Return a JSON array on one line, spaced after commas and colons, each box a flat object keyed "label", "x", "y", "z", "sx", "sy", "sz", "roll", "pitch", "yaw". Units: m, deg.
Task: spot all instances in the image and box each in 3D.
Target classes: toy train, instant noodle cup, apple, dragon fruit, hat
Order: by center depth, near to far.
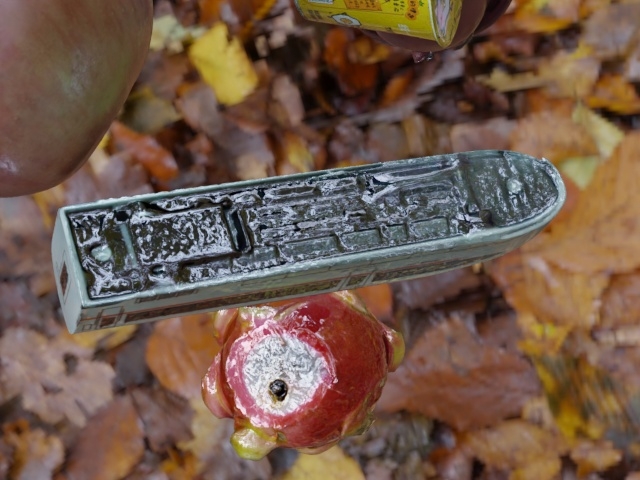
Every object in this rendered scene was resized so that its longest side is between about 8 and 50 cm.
[{"label": "toy train", "x": 0.000, "y": 0.000, "z": 1.125, "sx": 0.407, "sy": 0.088, "sz": 0.086, "roll": -9, "pitch": 65, "yaw": -20}, {"label": "apple", "x": -0.276, "y": -0.185, "z": 1.226, "sx": 0.306, "sy": 0.235, "sz": 0.305, "roll": -24, "pitch": 42, "yaw": 23}, {"label": "instant noodle cup", "x": 0.055, "y": -0.277, "z": 1.379, "sx": 0.144, "sy": 0.182, "sz": 0.182, "roll": 4, "pitch": 53, "yaw": 16}, {"label": "hat", "x": 0.113, "y": -0.260, "z": 1.555, "sx": 0.206, "sy": 0.205, "sz": 0.089, "roll": -6, "pitch": 57, "yaw": 9}, {"label": "dragon fruit", "x": -0.023, "y": 0.140, "z": 1.656, "sx": 0.224, "sy": 0.227, "sz": 0.224, "roll": -2, "pitch": 84, "yaw": 16}]
